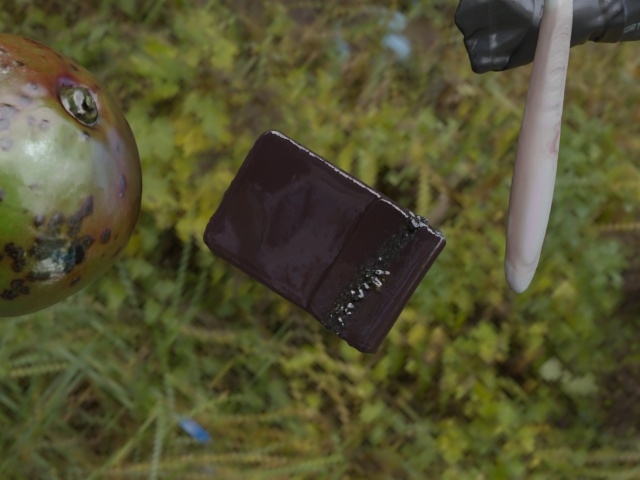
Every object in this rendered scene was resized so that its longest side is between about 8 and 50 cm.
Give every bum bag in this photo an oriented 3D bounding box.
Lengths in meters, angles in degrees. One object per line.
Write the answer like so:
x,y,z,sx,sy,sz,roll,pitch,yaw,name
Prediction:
0.000,0.000,1.200,0.159,0.109,0.026,32,12,7,bum bag
0.158,-0.161,1.056,0.197,0.087,0.049,-17,27,-31,bum bag

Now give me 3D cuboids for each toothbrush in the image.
0.121,-0.094,0.856,0.025,0.307,0.029,-18,40,-26,toothbrush

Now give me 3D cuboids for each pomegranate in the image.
-0.191,-0.029,0.920,0.159,0.205,0.159,22,55,-35,pomegranate
